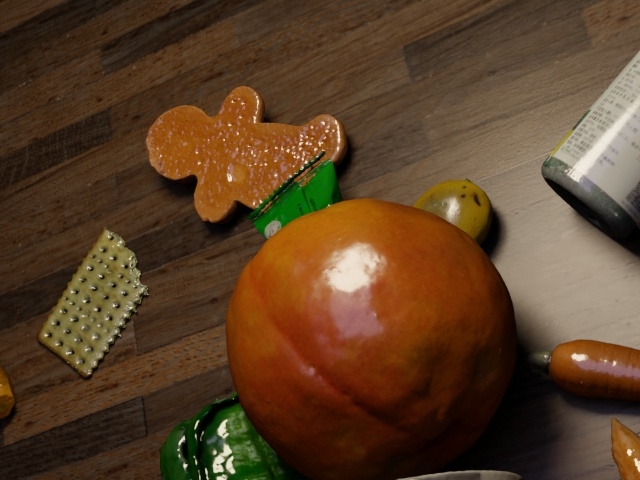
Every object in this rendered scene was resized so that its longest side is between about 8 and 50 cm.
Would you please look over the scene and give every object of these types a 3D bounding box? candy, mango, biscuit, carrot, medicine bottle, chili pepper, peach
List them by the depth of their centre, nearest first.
[{"bbox_3d":[0.369,0.285,1.383,0.072,0.072,0.205,-33,53,12],"label":"carrot"},{"bbox_3d":[0.400,0.163,1.424,0.336,0.069,0.069,8,74,24],"label":"carrot"},{"bbox_3d":[0.067,0.125,1.454,0.343,0.343,0.302,-39,46,8],"label":"peach"},{"bbox_3d":[0.409,-0.150,1.494,0.293,0.141,0.141,-49,56,2],"label":"medicine bottle"},{"bbox_3d":[-0.069,0.371,1.512,0.385,0.213,0.167,61,145,30],"label":"chili pepper"},{"bbox_3d":[0.154,-0.008,1.613,0.103,0.076,0.161,44,102,28],"label":"mango"},{"bbox_3d":[0.000,-0.002,1.671,0.141,0.078,0.203,-34,71,3],"label":"candy"},{"bbox_3d":[-0.111,-0.119,1.801,0.324,0.049,0.205,11,85,23],"label":"biscuit"},{"bbox_3d":[-0.335,0.094,1.862,0.144,0.016,0.203,33,88,34],"label":"biscuit"},{"bbox_3d":[-0.562,0.163,1.932,0.066,0.066,0.314,-50,53,2],"label":"carrot"}]

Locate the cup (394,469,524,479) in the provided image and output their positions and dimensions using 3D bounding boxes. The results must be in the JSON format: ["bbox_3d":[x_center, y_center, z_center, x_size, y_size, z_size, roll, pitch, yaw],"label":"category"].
[{"bbox_3d":[0.165,0.387,1.349,0.301,0.227,0.257,-27,64,38],"label":"cup"}]
